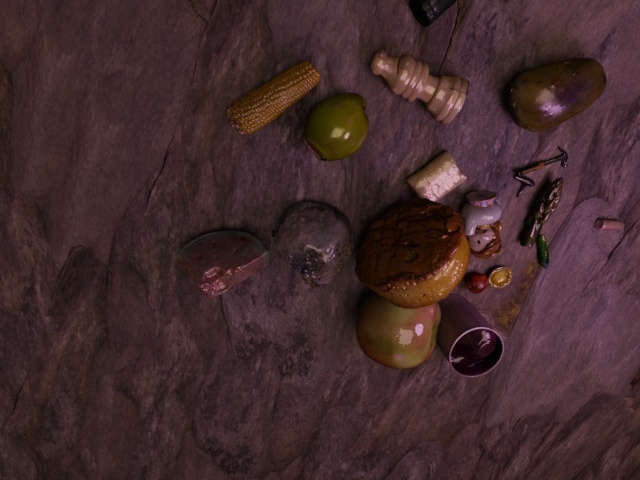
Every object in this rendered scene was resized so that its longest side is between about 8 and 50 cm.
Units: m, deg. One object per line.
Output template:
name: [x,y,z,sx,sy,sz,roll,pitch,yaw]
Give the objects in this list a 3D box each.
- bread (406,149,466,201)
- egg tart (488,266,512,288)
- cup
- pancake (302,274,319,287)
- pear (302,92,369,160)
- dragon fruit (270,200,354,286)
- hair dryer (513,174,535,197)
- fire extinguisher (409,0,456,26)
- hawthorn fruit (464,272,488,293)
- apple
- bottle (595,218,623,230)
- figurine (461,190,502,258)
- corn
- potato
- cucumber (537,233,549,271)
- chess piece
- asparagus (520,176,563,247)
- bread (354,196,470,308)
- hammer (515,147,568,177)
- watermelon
bread: [0.405,-0.210,1.446,0.178,0.060,0.139,-38,113,9]
egg tart: [0.715,0.144,1.656,0.105,0.039,0.104,-3,114,-7]
cup: [0.565,0.380,1.610,0.208,0.273,0.288,-39,113,9]
pancake: [-0.017,0.128,1.556,0.108,0.017,0.107,-3,110,-7]
pear: [0.058,-0.352,1.276,0.220,0.187,0.187,-41,113,-4]
dragon fruit: [0.000,0.000,1.397,0.283,0.221,0.204,37,110,-18]
hair dryer: [0.735,-0.197,1.521,0.079,0.031,0.083,20,118,-5]
fire extinguisher: [0.405,-0.761,1.179,0.311,0.114,0.095,-41,108,8]
hawthorn fruit: [0.620,0.163,1.631,0.093,0.093,0.092,-3,114,-7]
apple: [0.284,0.314,1.530,0.278,0.319,0.318,8,117,27]
bottle: [1.137,-0.060,1.625,0.097,0.045,0.045,2,113,-10]
figurine: [0.589,-0.044,1.504,0.190,0.142,0.263,-24,117,-23]
corn: [-0.139,-0.431,1.253,0.305,0.106,0.106,-33,114,3]
potato: [0.755,-0.468,1.323,0.308,0.173,0.210,-21,113,4]
cucumber: [0.885,0.046,1.639,0.039,0.039,0.167,-19,113,0]
chess piece: [0.294,-0.489,1.288,0.308,0.123,0.138,20,142,-12]
asparagus: [0.829,-0.108,1.546,0.080,0.080,0.286,7,120,-11]
bread: [0.298,0.043,1.362,0.398,0.398,0.215,-40,123,10]
hammer: [0.798,-0.276,1.490,0.201,0.021,0.078,-19,114,-4]
watermelon: [-0.319,0.095,1.401,0.319,0.225,0.148,-3,142,8]
